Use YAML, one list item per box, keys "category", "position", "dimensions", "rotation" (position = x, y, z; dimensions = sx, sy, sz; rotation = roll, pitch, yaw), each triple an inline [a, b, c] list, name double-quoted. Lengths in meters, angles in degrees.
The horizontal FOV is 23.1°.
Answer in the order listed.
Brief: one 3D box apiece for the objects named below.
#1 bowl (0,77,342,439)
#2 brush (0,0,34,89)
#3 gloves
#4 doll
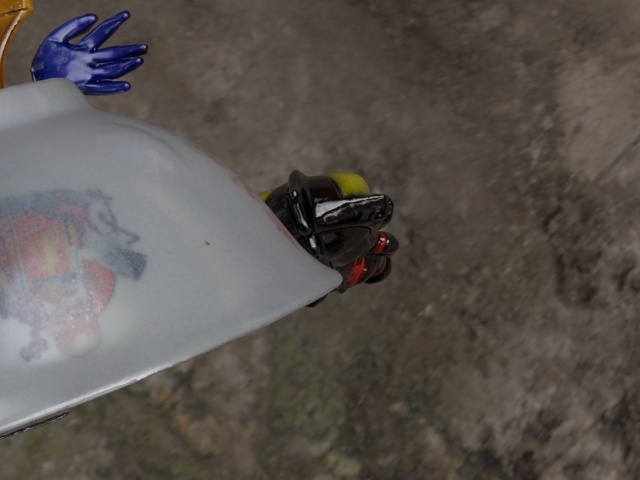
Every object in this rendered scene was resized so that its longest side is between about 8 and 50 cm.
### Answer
- category: "bowl"
  position: [-0.173, 0.009, 0.830]
  dimensions: [0.345, 0.345, 0.157]
  rotation: [-17, 94, 28]
- category: "brush"
  position: [-0.236, -0.088, 1.104]
  dimensions: [0.090, 0.017, 0.314]
  rotation: [-11, 75, 6]
- category: "gloves"
  position: [-0.167, -0.135, 1.131]
  dimensions: [0.086, 0.026, 0.064]
  rotation: [-5, 80, 14]
- category: "doll"
  position: [-0.003, -0.002, 1.268]
  dimensions: [0.127, 0.249, 0.088]
  rotation: [-45, 73, 1]
